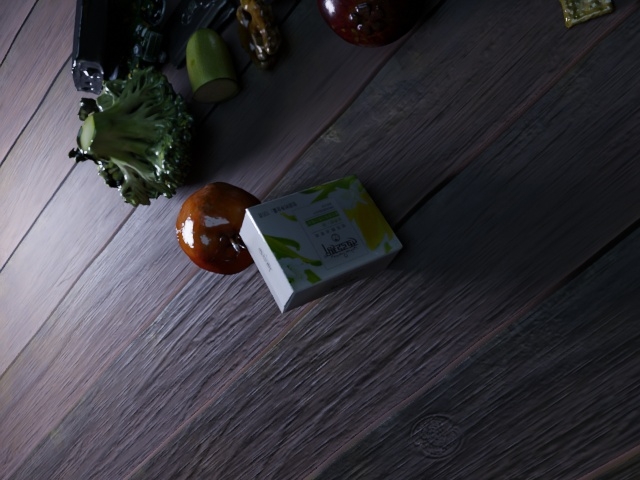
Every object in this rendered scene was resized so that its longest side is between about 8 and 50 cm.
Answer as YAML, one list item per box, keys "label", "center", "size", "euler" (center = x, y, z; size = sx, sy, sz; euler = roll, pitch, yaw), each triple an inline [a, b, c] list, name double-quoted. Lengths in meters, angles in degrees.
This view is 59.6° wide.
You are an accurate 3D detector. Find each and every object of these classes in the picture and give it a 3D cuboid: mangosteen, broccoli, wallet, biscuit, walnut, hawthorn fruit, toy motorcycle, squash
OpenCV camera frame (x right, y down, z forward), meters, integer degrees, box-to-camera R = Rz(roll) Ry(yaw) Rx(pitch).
- label: "mangosteen"
  center: [0.104, -0.517, 1.114]
  size: [0.215, 0.215, 0.257]
  euler: [-11, 55, 30]
- label: "broccoli"
  center: [-0.470, -0.267, 1.428]
  size: [0.334, 0.272, 0.323]
  euler: [-35, 47, 27]
- label: "wallet"
  center: [-0.329, -0.578, 1.456]
  size: [0.245, 0.052, 0.168]
  euler: [-38, 65, 26]
- label: "biscuit"
  center: [0.468, -0.427, 0.987]
  size: [0.081, 0.018, 0.083]
  euler: [-15, 80, 30]
- label: "walnut"
  center: [-0.141, -0.492, 1.316]
  size: [0.170, 0.069, 0.143]
  euler: [67, 153, 11]
- label: "hawthorn fruit"
  center: [-0.211, -0.020, 1.239]
  size: [0.299, 0.212, 0.211]
  euler: [-144, 69, -71]
- label: "toy motorcycle"
  center: [-0.495, -0.535, 1.506]
  size: [0.187, 0.125, 0.274]
  euler: [34, 110, 36]
- label: "squash"
  center: [-0.271, -0.440, 1.374]
  size: [0.123, 0.123, 0.186]
  euler: [-20, 75, 29]

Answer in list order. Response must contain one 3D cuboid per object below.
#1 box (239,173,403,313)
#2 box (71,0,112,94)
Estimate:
- label: "box"
  center: [0.000, 0.000, 1.110]
  size: [0.194, 0.261, 0.111]
  euler: [58, 149, 19]
- label: "box"
  center: [-0.612, -0.591, 1.511]
  size: [0.359, 0.091, 0.349]
  euler: [-174, 90, -67]
